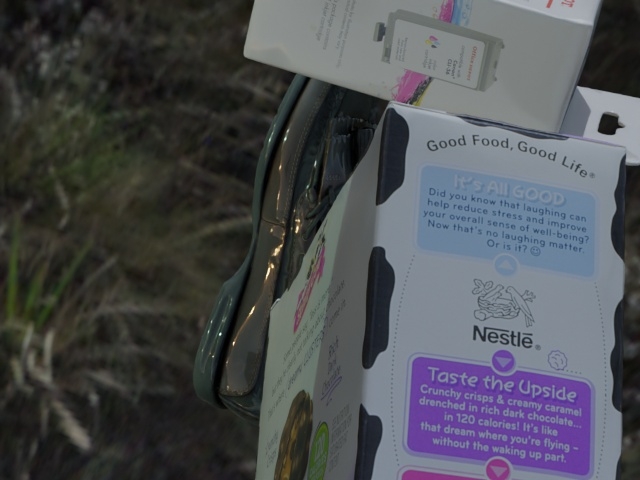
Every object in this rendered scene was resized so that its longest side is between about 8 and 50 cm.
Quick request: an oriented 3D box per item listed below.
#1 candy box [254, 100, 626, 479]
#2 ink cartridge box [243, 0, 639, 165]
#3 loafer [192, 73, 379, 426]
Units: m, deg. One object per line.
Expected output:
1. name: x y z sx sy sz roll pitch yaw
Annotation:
1. candy box: 0.024 0.086 0.465 0.070 0.165 0.196 9 67 -9
2. ink cartridge box: 0.075 -0.107 0.817 0.198 0.067 0.115 18 25 6
3. loafer: 0.000 0.000 1.093 0.084 0.267 0.096 26 13 28
